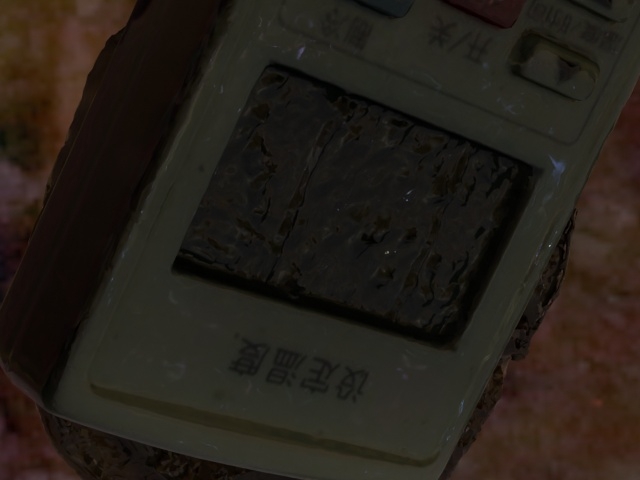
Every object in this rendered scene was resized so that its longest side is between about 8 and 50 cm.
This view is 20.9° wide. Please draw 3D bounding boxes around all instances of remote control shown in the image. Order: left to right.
[{"bbox_3d":[0.043,-0.098,0.449,0.145,0.344,0.050,17,-167,-39],"label":"remote control"}]

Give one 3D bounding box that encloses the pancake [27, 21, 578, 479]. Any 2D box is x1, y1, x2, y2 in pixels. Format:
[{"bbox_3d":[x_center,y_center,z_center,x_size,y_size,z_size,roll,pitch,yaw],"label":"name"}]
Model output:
[{"bbox_3d":[0.001,0.001,0.973,0.382,0.382,0.071,-9,-154,-32],"label":"pancake"}]
